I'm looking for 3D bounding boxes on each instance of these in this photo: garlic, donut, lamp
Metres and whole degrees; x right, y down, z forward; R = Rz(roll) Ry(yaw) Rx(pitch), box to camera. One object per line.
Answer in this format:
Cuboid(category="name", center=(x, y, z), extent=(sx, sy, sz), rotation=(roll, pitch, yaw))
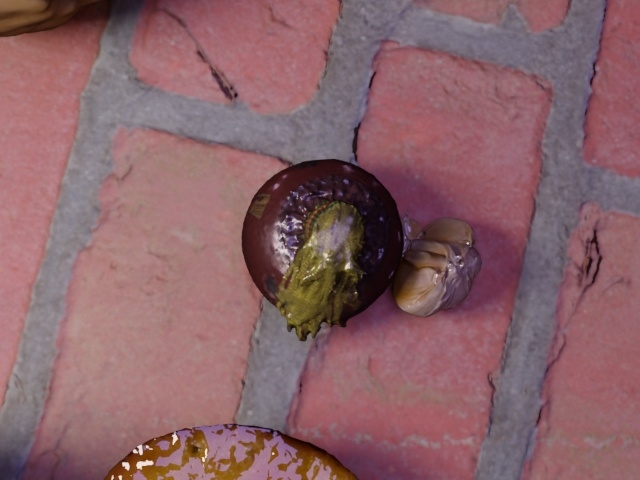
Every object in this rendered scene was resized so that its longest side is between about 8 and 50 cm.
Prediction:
Cuboid(category="garlic", center=(0.116, 0.026, 1.118), extent=(0.074, 0.094, 0.113), rotation=(40, 69, -38))
Cuboid(category="donut", center=(-0.078, 0.309, 1.038), extent=(0.303, 0.110, 0.302), rotation=(1, 82, -5))
Cuboid(category="lamp", center=(0.004, -0.002, 1.083), extent=(0.156, 0.135, 0.157), rotation=(-34, 82, -10))

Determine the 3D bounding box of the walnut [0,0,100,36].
Cuboid(category="walnut", center=(-0.304, -0.369, 1.034), extent=(0.384, 0.383, 0.383), rotation=(1, 80, -4))
